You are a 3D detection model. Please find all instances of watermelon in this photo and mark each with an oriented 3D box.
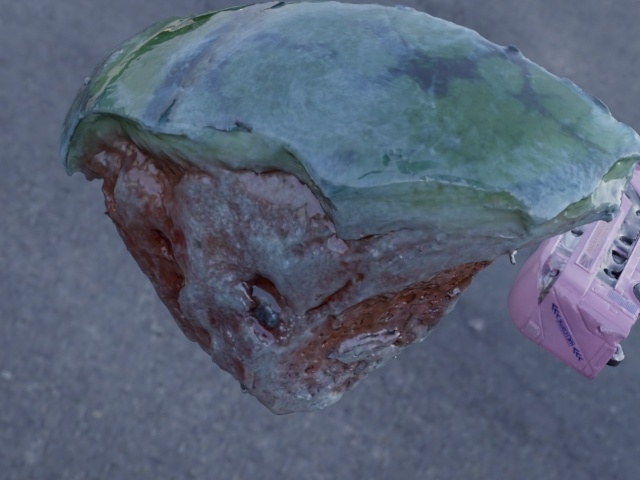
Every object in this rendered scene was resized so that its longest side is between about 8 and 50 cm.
[{"bbox_3d":[0.000,0.000,0.516,0.187,0.139,0.071,11,26,20],"label":"watermelon"}]

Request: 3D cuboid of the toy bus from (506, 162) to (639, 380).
[{"bbox_3d":[0.189,0.011,1.083,0.090,0.063,0.203,35,35,5],"label":"toy bus"}]
